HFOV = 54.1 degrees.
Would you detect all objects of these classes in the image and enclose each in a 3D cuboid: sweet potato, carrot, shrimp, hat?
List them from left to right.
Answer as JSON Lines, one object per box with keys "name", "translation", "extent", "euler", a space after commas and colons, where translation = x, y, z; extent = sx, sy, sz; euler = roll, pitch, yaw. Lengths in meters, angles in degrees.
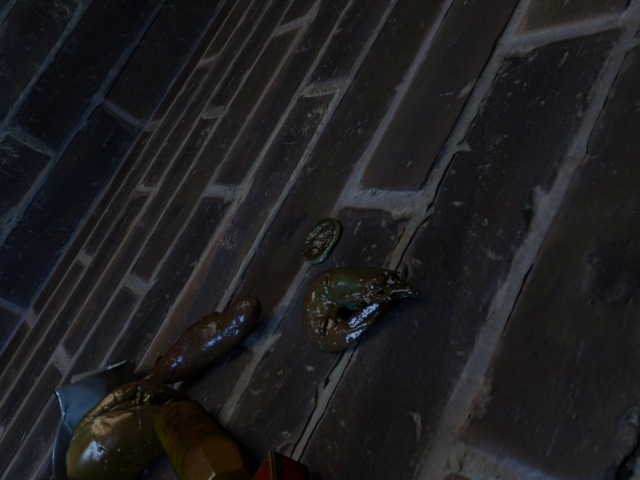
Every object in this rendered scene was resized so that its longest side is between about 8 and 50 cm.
{"name": "hat", "translation": [-0.518, 0.425, 1.446], "extent": [0.258, 0.168, 0.301], "euler": [157, 118, -77]}
{"name": "carrot", "translation": [-0.207, 0.356, 1.076], "extent": [0.114, 0.114, 0.302], "euler": [-59, 28, -8]}
{"name": "sweet potato", "translation": [-0.231, 0.204, 1.281], "extent": [0.355, 0.095, 0.106], "euler": [-36, -10, 27]}
{"name": "shrimp", "translation": [0.054, 0.103, 1.006], "extent": [0.267, 0.061, 0.145], "euler": [-15, 57, 44]}

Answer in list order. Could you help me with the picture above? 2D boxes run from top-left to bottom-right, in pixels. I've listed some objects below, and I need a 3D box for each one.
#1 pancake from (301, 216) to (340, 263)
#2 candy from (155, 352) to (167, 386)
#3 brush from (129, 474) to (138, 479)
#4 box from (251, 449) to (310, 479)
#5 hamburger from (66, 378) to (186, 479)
{"name": "pancake", "translation": [0.001, -0.001, 1.229], "extent": [0.108, 0.017, 0.108], "euler": [-32, 41, 33]}
{"name": "candy", "translation": [-0.340, 0.330, 1.371], "extent": [0.055, 0.049, 0.184], "euler": [-42, 40, 35]}
{"name": "brush", "translation": [-0.379, 0.515, 1.258], "extent": [0.083, 0.011, 0.205], "euler": [-44, 31, 21]}
{"name": "box", "translation": [-0.067, 0.390, 0.784], "extent": [0.153, 0.074, 0.240], "euler": [-64, 10, 4]}
{"name": "hamburger", "translation": [-0.407, 0.393, 1.253], "extent": [0.283, 0.156, 0.144], "euler": [-39, 47, 6]}
